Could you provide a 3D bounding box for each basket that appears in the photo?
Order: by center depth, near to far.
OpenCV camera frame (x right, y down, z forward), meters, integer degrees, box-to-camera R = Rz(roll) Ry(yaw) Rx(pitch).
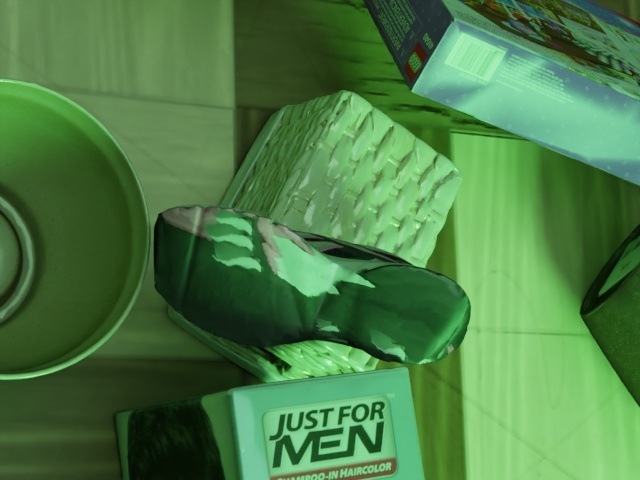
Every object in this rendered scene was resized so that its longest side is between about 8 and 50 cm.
[{"bbox_3d":[0.000,0.000,0.931,0.113,0.103,0.167,34,66,-18],"label":"basket"}]

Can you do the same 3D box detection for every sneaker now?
[{"bbox_3d":[-0.010,0.026,0.827,0.178,0.077,0.072,19,95,-6],"label":"sneaker"}]

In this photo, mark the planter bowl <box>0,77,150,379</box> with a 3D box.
[{"bbox_3d":[-0.189,0.002,0.829,0.162,0.109,0.162,6,77,-26],"label":"planter bowl"}]

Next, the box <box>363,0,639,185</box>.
[{"bbox_3d":[0.172,-0.115,1.001,0.293,0.201,0.057,20,116,-23],"label":"box"}]

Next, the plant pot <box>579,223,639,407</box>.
[{"bbox_3d":[0.304,0.081,1.036,0.230,0.215,0.215,38,64,0],"label":"plant pot"}]

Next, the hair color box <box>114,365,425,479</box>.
[{"bbox_3d":[-0.014,0.268,0.824,0.114,0.185,0.374,-4,82,-28],"label":"hair color box"}]
